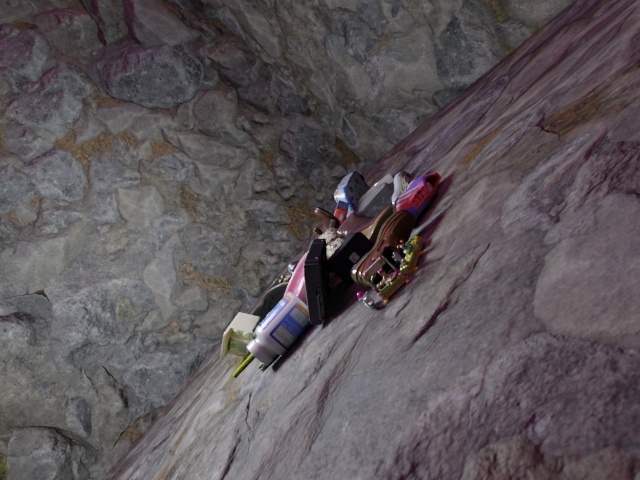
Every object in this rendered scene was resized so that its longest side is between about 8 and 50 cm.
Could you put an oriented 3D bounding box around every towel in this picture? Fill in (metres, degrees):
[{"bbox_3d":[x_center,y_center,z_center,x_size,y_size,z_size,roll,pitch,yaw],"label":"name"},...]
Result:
[{"bbox_3d":[-0.335,0.563,2.056,0.237,0.021,0.102,-48,2,2],"label":"towel"},{"bbox_3d":[-0.208,0.475,1.763,0.110,0.027,0.148,-46,8,12],"label":"towel"}]

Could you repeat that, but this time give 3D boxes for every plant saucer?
[{"bbox_3d":[-0.082,0.213,1.947,0.332,0.084,0.332,-61,11,21],"label":"plant saucer"}]

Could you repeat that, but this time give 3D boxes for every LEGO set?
[{"bbox_3d":[0.209,0.068,1.242,0.287,0.107,0.132,-49,8,-14],"label":"LEGO set"}]

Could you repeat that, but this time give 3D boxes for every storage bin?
[{"bbox_3d":[0.126,0.066,1.669,0.180,0.122,0.084,-48,7,-12],"label":"storage bin"}]

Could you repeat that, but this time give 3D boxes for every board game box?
[{"bbox_3d":[0.073,-0.045,2.318,0.242,0.064,0.317,-70,0,-73],"label":"board game box"}]

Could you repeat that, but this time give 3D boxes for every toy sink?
[{"bbox_3d":[-0.401,0.496,2.156,0.234,0.131,0.153,-62,-16,-73],"label":"toy sink"}]

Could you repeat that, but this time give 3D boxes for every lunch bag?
[{"bbox_3d":[0.213,-0.267,2.550,0.115,0.243,0.303,-25,21,38],"label":"lunch bag"}]

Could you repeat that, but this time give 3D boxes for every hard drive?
[{"bbox_3d":[-0.009,0.148,1.641,0.064,0.237,0.339,-5,16,6],"label":"hard drive"}]

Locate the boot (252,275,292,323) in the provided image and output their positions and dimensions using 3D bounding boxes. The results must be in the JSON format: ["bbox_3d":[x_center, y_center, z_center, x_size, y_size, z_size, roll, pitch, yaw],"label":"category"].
[{"bbox_3d":[-0.225,0.295,2.431,0.377,0.138,0.284,-50,4,35],"label":"boot"}]

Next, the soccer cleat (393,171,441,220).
[{"bbox_3d":[0.369,-0.161,1.598,0.116,0.109,0.318,-34,11,43],"label":"soccer cleat"}]

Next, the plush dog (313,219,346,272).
[{"bbox_3d":[0.077,0.034,1.990,0.262,0.210,0.225,-46,31,1],"label":"plush dog"}]

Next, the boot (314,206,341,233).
[{"bbox_3d":[0.000,0.000,2.134,0.280,0.264,0.096,-50,30,3],"label":"boot"}]

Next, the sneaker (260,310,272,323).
[{"bbox_3d":[-0.281,0.430,2.322,0.152,0.053,0.061,-45,5,17],"label":"sneaker"}]

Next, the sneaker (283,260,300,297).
[{"bbox_3d":[-0.127,0.205,2.207,0.153,0.101,0.268,23,57,36],"label":"sneaker"}]

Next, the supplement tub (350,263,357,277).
[{"bbox_3d":[0.153,0.113,1.469,0.071,0.071,0.107,-48,8,-13],"label":"supplement tub"}]

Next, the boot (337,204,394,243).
[{"bbox_3d":[0.197,-0.086,1.869,0.248,0.090,0.207,-53,44,3],"label":"boot"}]

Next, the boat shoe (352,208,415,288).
[{"bbox_3d":[0.233,0.031,1.379,0.307,0.110,0.104,-56,26,-12],"label":"boat shoe"}]

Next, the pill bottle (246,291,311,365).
[{"bbox_3d":[-0.157,0.349,1.655,0.272,0.152,0.152,-48,7,-10],"label":"pill bottle"}]

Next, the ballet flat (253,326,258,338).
[{"bbox_3d":[-0.279,0.445,2.159,0.074,0.074,0.203,-39,2,45],"label":"ballet flat"}]

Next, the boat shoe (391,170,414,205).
[{"bbox_3d":[0.394,-0.233,1.919,0.094,0.109,0.302,-25,27,29],"label":"boat shoe"}]

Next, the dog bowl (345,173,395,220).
[{"bbox_3d":[0.286,-0.198,2.263,0.349,0.102,0.349,-45,8,8],"label":"dog bowl"}]
